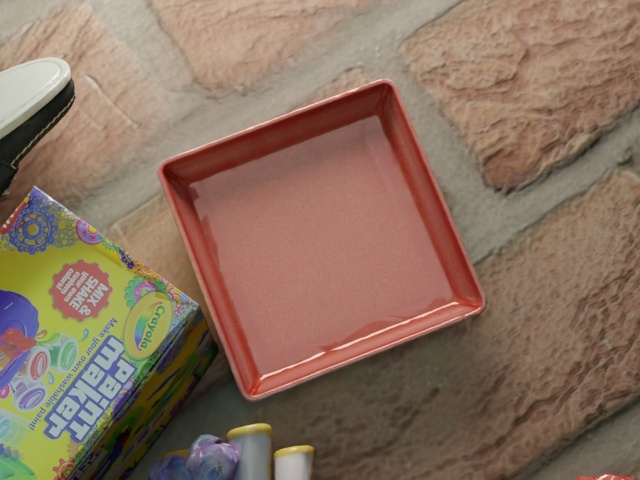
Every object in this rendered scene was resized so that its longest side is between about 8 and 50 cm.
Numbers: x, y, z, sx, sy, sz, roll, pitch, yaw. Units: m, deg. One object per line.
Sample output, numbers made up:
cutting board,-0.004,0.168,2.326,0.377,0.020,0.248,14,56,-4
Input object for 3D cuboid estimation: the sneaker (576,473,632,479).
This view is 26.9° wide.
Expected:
sneaker,0.224,0.295,1.260,0.270,0.090,0.145,0,77,-4

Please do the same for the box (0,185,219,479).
box,-0.249,0.145,1.185,0.177,0.279,0.290,36,79,6

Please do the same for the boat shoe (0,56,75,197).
boat shoe,-0.360,-0.066,1.327,0.302,0.091,0.114,-35,37,-7

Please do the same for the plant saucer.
plant saucer,0.000,0.000,1.338,0.258,0.048,0.259,-21,78,-5

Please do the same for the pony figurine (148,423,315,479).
pony figurine,-0.054,0.348,1.123,0.302,0.351,0.364,-11,74,8
